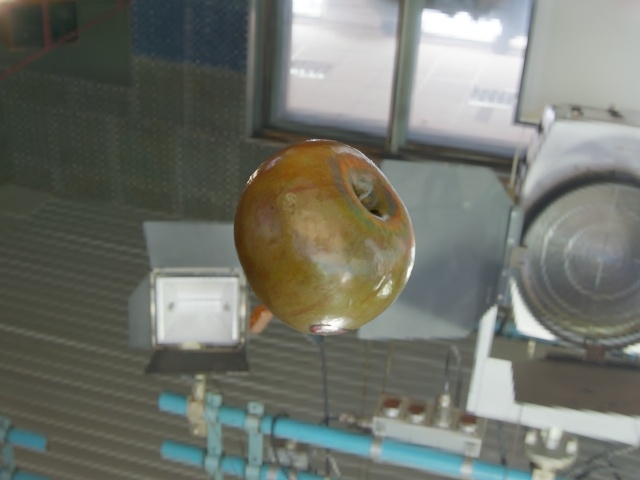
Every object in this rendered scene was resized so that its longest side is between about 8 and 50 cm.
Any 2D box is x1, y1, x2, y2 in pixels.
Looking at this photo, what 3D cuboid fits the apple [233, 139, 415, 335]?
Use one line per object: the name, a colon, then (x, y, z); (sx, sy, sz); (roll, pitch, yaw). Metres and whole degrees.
apple: (0.000, 0.000, 1.026); (0.182, 0.155, 0.182); (31, -139, -32)
